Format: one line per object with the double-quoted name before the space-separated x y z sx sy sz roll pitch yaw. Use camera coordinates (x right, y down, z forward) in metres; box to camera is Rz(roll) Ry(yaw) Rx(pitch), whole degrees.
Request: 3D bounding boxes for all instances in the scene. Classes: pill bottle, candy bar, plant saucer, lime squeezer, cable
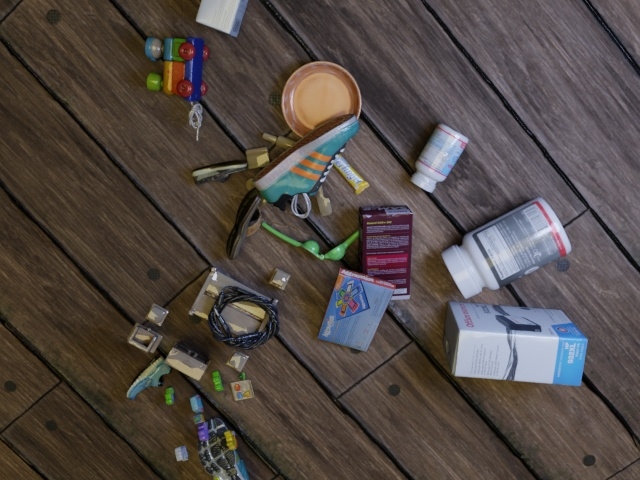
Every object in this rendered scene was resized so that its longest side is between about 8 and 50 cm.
"pill bottle" 0.292 -0.204 1.609 0.087 0.087 0.160 29 105 -4
"candy bar" 0.058 -0.189 1.664 0.040 0.018 0.161 -41 99 12
"plant saucer" 0.003 -0.345 1.617 0.200 0.037 0.200 1 104 4
"pill bottle" 0.459 0.024 1.620 0.283 0.161 0.161 -29 101 11
"lime squeezer" 0.000 0.000 1.697 0.310 0.059 0.110 -2 105 5
"cable" -0.195 0.208 1.668 0.184 0.047 0.150 24 82 -6

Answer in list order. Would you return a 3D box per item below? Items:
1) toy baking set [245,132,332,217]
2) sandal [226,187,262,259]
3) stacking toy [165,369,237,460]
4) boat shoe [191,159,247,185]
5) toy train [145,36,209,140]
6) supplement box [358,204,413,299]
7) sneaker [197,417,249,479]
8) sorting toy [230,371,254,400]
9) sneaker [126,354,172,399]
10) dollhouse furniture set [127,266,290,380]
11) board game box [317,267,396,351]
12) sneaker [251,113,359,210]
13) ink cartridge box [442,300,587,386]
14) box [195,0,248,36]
"toy baking set" -0.078 -0.164 1.676 0.256 0.030 0.196 16 110 4
"sandal" -0.188 -0.041 1.686 0.060 0.090 0.219 13 113 -22
"stacking toy" -0.338 0.497 1.821 0.167 0.052 0.221 -18 72 6
"boat shoe" -0.258 -0.174 1.673 0.152 0.056 0.049 -7 109 15
"toy train" -0.365 -0.380 1.604 0.143 0.105 0.248 10 105 12
"supplement box" 0.164 0.033 1.665 0.130 0.073 0.239 -2 111 -6
"sneaker" -0.271 0.645 1.858 0.107 0.110 0.275 -23 83 4
"sorting toy" -0.226 0.416 1.842 0.062 0.012 0.083 -10 104 7
"sneaker" -0.485 0.401 1.830 0.073 0.063 0.162 43 103 -11
"dollhouse furniture set" -0.301 0.184 1.767 0.303 0.174 0.355 29 81 -5
"board game box" 0.088 0.187 1.684 0.145 0.027 0.281 15 136 -1
"sneaker" -0.017 -0.190 1.593 0.302 0.108 0.121 -34 111 13
"ink cartridge box" 0.481 0.256 1.645 0.307 0.223 0.129 4 104 3
"box" -0.234 -0.552 1.545 0.087 0.101 0.102 19 103 -1
